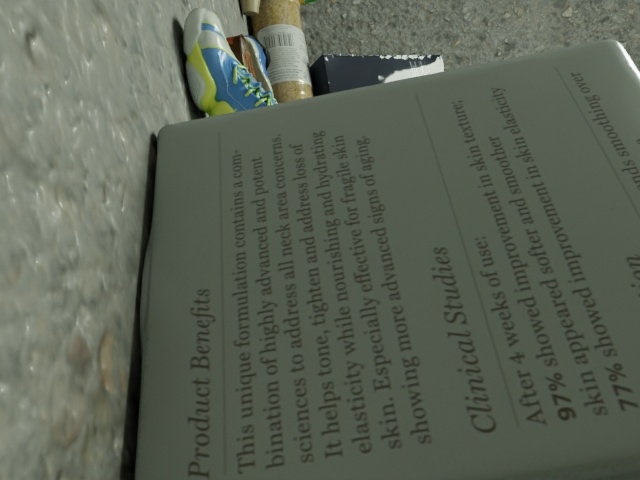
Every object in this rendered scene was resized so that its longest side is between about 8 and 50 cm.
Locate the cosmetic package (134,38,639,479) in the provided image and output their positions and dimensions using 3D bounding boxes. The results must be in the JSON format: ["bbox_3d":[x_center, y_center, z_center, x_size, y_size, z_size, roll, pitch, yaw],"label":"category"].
[{"bbox_3d":[0.091,0.085,0.517,0.327,0.394,0.329,75,6,-55],"label":"cosmetic package"}]

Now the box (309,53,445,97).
[{"bbox_3d":[0.092,-0.309,1.450,0.343,0.313,0.178,162,-80,-67],"label":"box"}]

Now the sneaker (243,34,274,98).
[{"bbox_3d":[-0.111,-0.287,1.046,0.084,0.058,0.152,-73,148,-64],"label":"sneaker"}]

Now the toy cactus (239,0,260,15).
[{"bbox_3d":[-0.135,-0.555,1.204,0.219,0.112,0.180,-140,-131,-82],"label":"toy cactus"}]

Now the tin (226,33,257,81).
[{"bbox_3d":[-0.120,-0.234,0.953,0.106,0.040,0.189,-102,180,-54],"label":"tin"}]

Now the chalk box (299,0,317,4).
[{"bbox_3d":[-0.070,-0.629,1.392,0.132,0.213,0.132,-93,173,-63],"label":"chalk box"}]

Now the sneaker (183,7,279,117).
[{"bbox_3d":[-0.075,-0.148,0.678,0.091,0.126,0.240,-91,171,-70],"label":"sneaker"}]

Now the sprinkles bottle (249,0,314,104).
[{"bbox_3d":[-0.078,-0.358,1.281,0.121,0.121,0.355,68,13,-76],"label":"sprinkles bottle"}]
